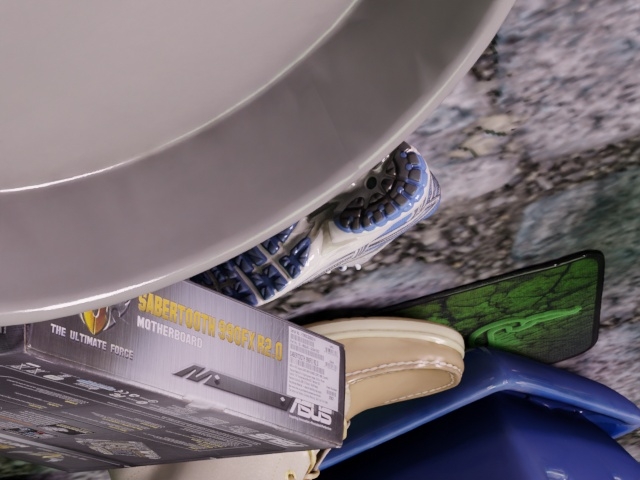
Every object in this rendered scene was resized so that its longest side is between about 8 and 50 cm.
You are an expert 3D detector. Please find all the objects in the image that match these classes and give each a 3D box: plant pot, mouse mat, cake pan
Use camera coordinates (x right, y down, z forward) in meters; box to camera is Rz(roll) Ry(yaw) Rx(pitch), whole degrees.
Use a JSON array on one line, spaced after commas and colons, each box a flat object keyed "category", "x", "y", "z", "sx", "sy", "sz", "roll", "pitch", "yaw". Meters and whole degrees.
[{"category": "plant pot", "x": 0.102, "y": 0.203, "z": 0.989, "sx": 0.236, "sy": 0.212, "sz": 0.236, "roll": -29, "pitch": 153, "yaw": 28}, {"category": "mouse mat", "x": 0.082, "y": 0.063, "z": 0.952, "sx": 0.190, "sy": 0.007, "sz": 0.152, "roll": -15, "pitch": 153, "yaw": 1}, {"category": "cake pan", "x": -0.063, "y": -0.080, "z": 0.496, "sx": 0.293, "sy": 0.054, "sz": 0.293, "roll": -23, "pitch": 151, "yaw": -14}]

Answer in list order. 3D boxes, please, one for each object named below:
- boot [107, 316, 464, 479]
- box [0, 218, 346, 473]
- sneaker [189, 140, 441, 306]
[{"category": "boot", "x": -0.013, "y": 0.134, "z": 0.852, "sx": 0.213, "sy": 0.165, "sz": 0.077, "roll": -11, "pitch": 151, "yaw": -1}, {"category": "box", "x": -0.124, "y": 0.059, "z": 0.727, "sx": 0.183, "sy": 0.056, "sz": 0.231, "roll": -9, "pitch": 159, "yaw": 32}, {"category": "sneaker", "x": 0.000, "y": 0.000, "z": 0.744, "sx": 0.135, "sy": 0.052, "sz": 0.058, "roll": -25, "pitch": 158, "yaw": 22}]
